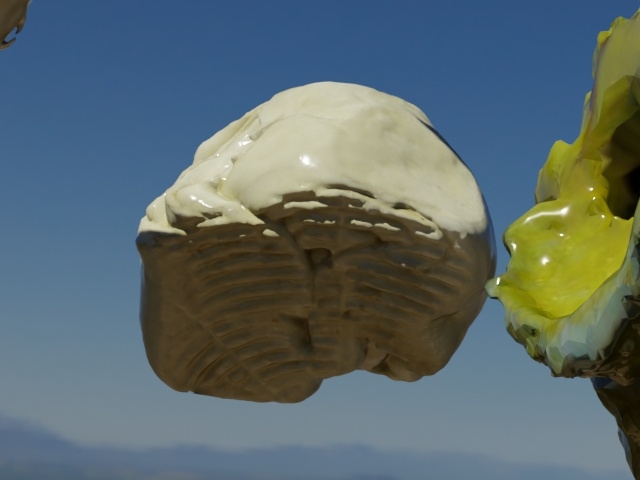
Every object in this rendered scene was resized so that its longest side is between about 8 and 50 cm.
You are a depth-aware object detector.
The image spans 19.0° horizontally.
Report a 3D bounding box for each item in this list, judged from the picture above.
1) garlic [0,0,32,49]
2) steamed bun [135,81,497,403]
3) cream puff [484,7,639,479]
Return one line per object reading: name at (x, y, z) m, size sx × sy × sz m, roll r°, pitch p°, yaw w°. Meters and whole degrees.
garlic at (-0.315, -0.240, 1.290) m, size 0.286 × 0.249 × 0.313 m, roll 54°, pitch -21°, yaw -20°
steamed bun at (-0.003, -0.001, 1.574) m, size 0.276 × 0.203 × 0.289 m, roll 23°, pitch -49°, yaw -4°
cream puff at (0.169, 0.003, 0.830) m, size 0.185 × 0.281 × 0.282 m, roll -15°, pitch -2°, yaw -14°
